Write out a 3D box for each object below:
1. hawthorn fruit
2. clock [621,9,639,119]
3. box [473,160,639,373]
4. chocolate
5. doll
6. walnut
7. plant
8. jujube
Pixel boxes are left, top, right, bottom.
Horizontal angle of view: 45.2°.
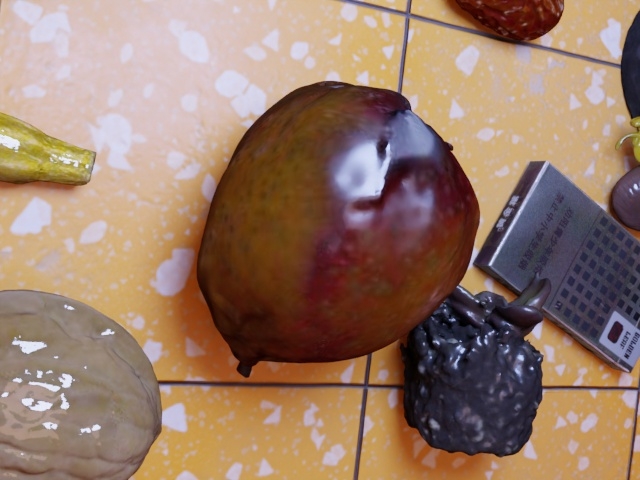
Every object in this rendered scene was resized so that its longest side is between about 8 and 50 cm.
[{"bbox_3d":[0.012,-0.019,0.850,0.324,0.308,0.308,-25,104,-9],"label":"hawthorn fruit"},{"bbox_3d":[0.591,-0.267,1.205,0.280,0.055,0.281,-2,95,-24],"label":"clock"},{"bbox_3d":[0.390,0.044,1.146,0.324,0.047,0.180,35,80,-23],"label":"box"},{"bbox_3d":[-0.344,-0.103,0.796,0.219,0.085,0.086,12,89,-26],"label":"chocolate"},{"bbox_3d":[0.496,-0.092,1.145,0.145,0.096,0.188,-39,113,7],"label":"doll"},{"bbox_3d":[-0.284,0.162,0.765,0.260,0.225,0.225,21,86,-19],"label":"walnut"},{"bbox_3d":[0.203,0.156,1.001,0.204,0.178,0.234,8,100,-17],"label":"plant"},{"bbox_3d":[0.249,-0.339,1.027,0.176,0.109,0.112,26,120,-31],"label":"jujube"}]
